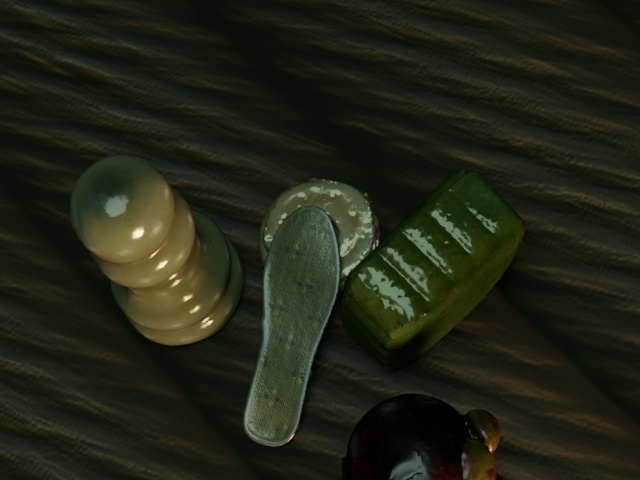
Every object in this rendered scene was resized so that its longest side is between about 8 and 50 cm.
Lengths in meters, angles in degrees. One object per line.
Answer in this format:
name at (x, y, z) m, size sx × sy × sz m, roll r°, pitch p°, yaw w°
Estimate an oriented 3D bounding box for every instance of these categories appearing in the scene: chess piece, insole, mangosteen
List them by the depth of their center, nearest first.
mangosteen at (0.126, 0.284, 1.841) m, size 0.210 × 0.210 × 0.210 m, roll -4°, pitch 67°, yaw 9°
chess piece at (-0.219, 0.000, 1.944) m, size 0.182 × 0.330 × 0.182 m, roll -4°, pitch 67°, yaw 10°
insole at (-0.040, 0.112, 1.994) m, size 0.109 × 0.007 × 0.322 m, roll 12°, pitch 86°, yaw 18°

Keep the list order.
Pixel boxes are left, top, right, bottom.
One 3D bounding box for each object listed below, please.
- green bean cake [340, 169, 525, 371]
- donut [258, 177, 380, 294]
green bean cake at (0.141, 0.038, 1.925) m, size 0.248 × 0.222 × 0.125 m, roll -40°, pitch 74°, yaw -13°
donut at (0.000, 0.000, 2.049) m, size 0.174 × 0.068 × 0.174 m, roll -3°, pitch 70°, yaw 8°
